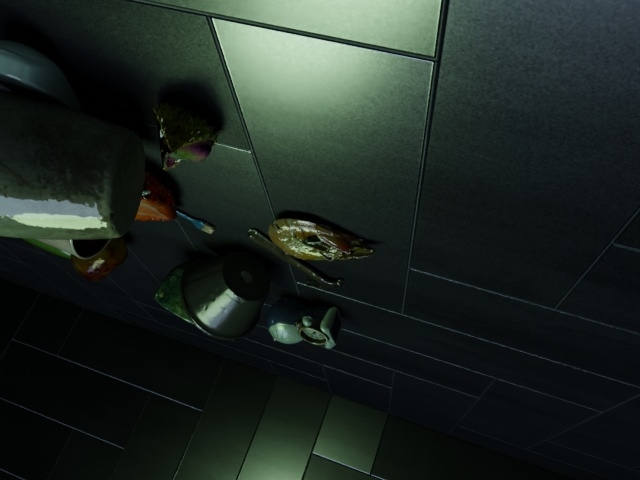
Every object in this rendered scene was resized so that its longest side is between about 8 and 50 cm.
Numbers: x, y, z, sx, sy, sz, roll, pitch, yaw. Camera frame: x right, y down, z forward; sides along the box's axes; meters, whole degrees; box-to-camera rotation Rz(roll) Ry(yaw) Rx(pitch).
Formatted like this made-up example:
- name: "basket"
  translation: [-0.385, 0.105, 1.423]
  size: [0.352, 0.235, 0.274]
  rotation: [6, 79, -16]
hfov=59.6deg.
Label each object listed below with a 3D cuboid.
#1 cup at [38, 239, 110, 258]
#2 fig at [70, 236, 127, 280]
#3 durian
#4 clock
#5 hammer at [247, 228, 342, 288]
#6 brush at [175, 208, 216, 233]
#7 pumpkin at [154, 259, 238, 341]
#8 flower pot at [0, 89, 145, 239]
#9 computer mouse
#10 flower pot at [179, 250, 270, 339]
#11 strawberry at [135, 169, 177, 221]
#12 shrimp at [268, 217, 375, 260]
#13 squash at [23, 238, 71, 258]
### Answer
- name: "cup"
  translation: [-0.702, -0.101, 1.545]
  size: [0.273, 0.288, 0.208]
  rotation: [20, 120, 7]
- name: "fig"
  translation: [-0.757, -0.011, 1.858]
  size: [0.290, 0.191, 0.190]
  rotation: [61, 160, 13]
- name: "durian"
  translation: [-0.252, -0.204, 1.054]
  size: [0.108, 0.118, 0.187]
  rotation: [-12, 178, -18]
- name: "clock"
  translation: [-0.058, 0.270, 1.811]
  size: [0.244, 0.146, 0.199]
  rotation: [5, 147, 24]
- name: "hammer"
  translation: [-0.074, 0.054, 1.506]
  size: [0.297, 0.026, 0.125]
  rotation: [36, 148, -29]
- name: "brush"
  translation: [-0.361, -0.064, 1.514]
  size: [0.164, 0.014, 0.051]
  rotation: [30, 154, -16]
- name: "pumpkin"
  translation: [-0.359, 0.171, 1.800]
  size: [0.264, 0.196, 0.293]
  rotation: [19, 168, 42]
- name: "flower pot"
  translation: [-0.538, -0.133, 1.103]
  size: [0.331, 0.293, 0.293]
  rotation: [10, 157, -4]
- name: "computer mouse"
  translation: [-0.548, -0.314, 1.068]
  size: [0.128, 0.079, 0.231]
  rotation: [18, 173, 1]
- name: "flower pot"
  translation: [-0.250, 0.137, 1.607]
  size: [0.269, 0.268, 0.166]
  rotation: [32, 136, -23]
- name: "strawberry"
  translation: [-0.425, -0.113, 1.372]
  size: [0.175, 0.097, 0.228]
  rotation: [-19, 162, 33]
- name: "shrimp"
  translation: [0.000, 0.001, 1.294]
  size: [0.267, 0.061, 0.145]
  rotation: [14, 146, 23]
- name: "squash"
  translation: [-0.973, -0.011, 2.037]
  size: [0.395, 0.107, 0.107]
  rotation: [22, 157, 0]
